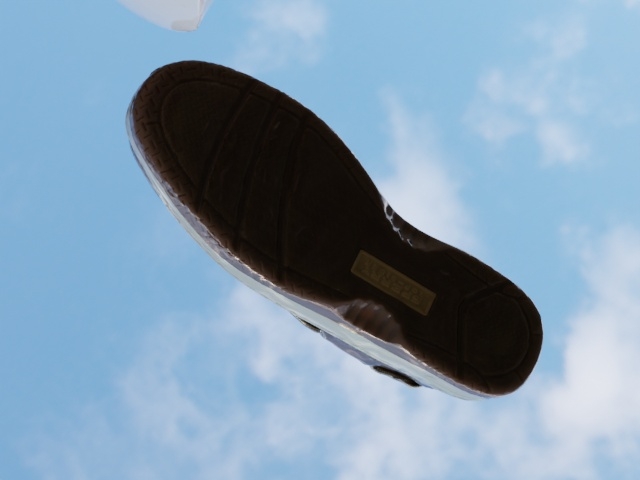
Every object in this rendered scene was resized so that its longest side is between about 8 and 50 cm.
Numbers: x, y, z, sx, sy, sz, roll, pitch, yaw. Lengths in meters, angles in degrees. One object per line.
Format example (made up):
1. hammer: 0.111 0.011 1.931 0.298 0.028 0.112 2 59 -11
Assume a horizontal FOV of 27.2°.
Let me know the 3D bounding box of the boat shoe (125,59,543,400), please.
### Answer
1. boat shoe: -0.004 0.006 0.714 0.257 0.095 0.095 40 -110 -13

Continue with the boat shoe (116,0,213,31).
1. boat shoe: -0.055 -0.133 0.512 0.066 0.184 0.063 34 -103 -6
